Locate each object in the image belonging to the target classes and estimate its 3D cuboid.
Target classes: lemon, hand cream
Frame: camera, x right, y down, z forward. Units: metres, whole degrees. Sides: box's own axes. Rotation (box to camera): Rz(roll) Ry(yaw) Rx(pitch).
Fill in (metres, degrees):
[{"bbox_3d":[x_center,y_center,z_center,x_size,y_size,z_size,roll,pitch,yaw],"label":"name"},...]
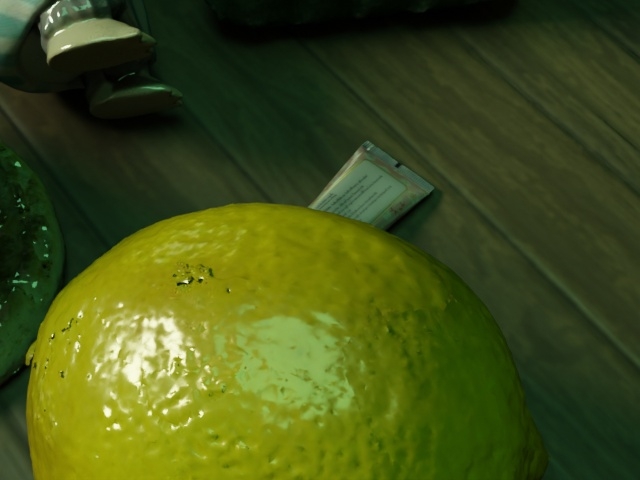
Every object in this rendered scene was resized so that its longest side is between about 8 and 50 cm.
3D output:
[{"bbox_3d":[-0.026,0.093,0.536,0.263,0.236,0.236,-20,57,9],"label":"lemon"},{"bbox_3d":[0.000,0.000,0.719,0.067,0.043,0.210,36,55,16],"label":"hand cream"}]

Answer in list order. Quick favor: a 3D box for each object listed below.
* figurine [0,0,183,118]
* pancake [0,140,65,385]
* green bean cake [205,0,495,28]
[{"bbox_3d":[-0.337,-0.233,0.767,0.378,0.266,0.361,-18,76,3],"label":"figurine"},{"bbox_3d":[-0.297,0.010,0.684,0.254,0.037,0.253,2,56,-3],"label":"pancake"},{"bbox_3d":[0.024,-0.340,0.877,0.308,0.169,0.300,-7,58,-11],"label":"green bean cake"}]
